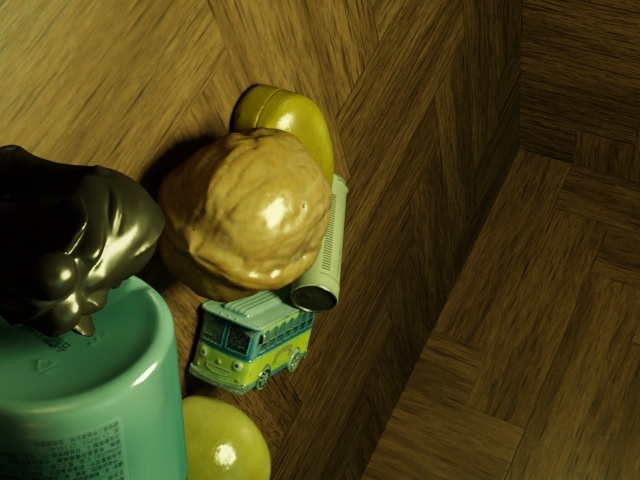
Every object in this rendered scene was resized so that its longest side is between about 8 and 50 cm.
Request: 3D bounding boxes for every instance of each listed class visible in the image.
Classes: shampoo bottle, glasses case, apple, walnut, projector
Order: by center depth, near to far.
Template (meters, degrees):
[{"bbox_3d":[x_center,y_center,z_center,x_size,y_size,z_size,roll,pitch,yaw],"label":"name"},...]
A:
[{"bbox_3d":[-0.361,0.254,1.248,0.331,0.331,0.342,-45,145,-47],"label":"shampoo bottle"},{"bbox_3d":[-0.142,-0.043,1.573,0.344,0.306,0.306,-44,147,-60],"label":"walnut"},{"bbox_3d":[-0.061,-0.169,1.840,0.173,0.141,0.371,-58,155,-29],"label":"glasses case"},{"bbox_3d":[-0.234,0.495,1.870,0.258,0.234,0.295,-52,151,-46],"label":"apple"},{"bbox_3d":[0.000,0.000,1.999,0.108,0.108,0.337,81,11,-50],"label":"projector"}]

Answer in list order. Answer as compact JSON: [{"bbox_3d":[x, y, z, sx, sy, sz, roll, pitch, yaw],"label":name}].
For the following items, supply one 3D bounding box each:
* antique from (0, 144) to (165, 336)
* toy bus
[{"bbox_3d":[-0.354,-0.006,1.153,0.322,0.255,0.185,-40,146,-47],"label":"antique"},{"bbox_3d":[-0.141,0.206,1.954,0.312,0.152,0.190,-20,127,-63],"label":"toy bus"}]
